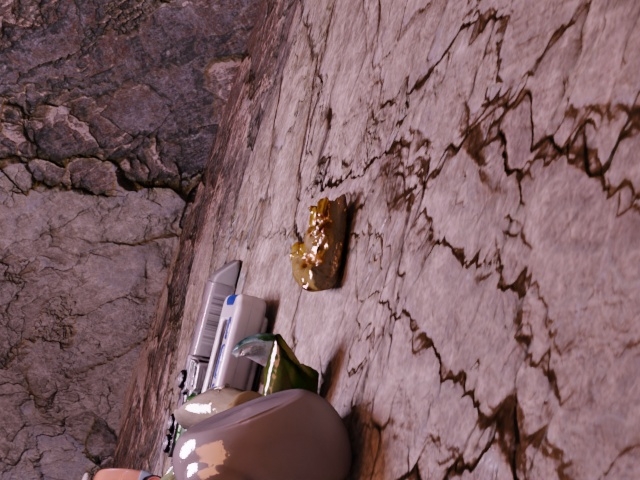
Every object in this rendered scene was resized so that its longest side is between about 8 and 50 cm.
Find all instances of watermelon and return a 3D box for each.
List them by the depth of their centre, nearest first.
[{"bbox_3d":[-0.109,0.192,1.831,0.085,0.085,0.061,162,88,-75],"label":"watermelon"}]

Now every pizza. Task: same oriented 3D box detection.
[{"bbox_3d":[0.000,0.000,1.566,0.182,0.062,0.161,-100,33,-65],"label":"pizza"}]

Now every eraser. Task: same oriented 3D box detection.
[{"bbox_3d":[-0.253,0.209,2.409,0.089,0.061,0.352,-175,99,-76],"label":"eraser"}]

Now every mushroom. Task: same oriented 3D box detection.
[{"bbox_3d":[-0.150,0.285,1.751,0.247,0.108,0.096,-7,53,59],"label":"mushroom"}]

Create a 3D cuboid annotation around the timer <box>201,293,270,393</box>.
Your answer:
[{"bbox_3d":[-0.158,0.226,1.946,0.178,0.078,0.254,166,118,-77],"label":"timer"}]

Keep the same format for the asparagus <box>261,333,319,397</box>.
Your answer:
[{"bbox_3d":[-0.065,0.299,1.462,0.082,0.085,0.343,-156,75,-65],"label":"asparagus"}]

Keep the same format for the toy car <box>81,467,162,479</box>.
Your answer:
[{"bbox_3d":[-0.502,0.682,2.594,0.271,0.212,0.181,-89,19,-47],"label":"toy car"}]

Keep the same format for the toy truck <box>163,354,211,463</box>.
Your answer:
[{"bbox_3d":[-0.238,0.352,2.103,0.125,0.101,0.243,179,102,-72],"label":"toy truck"}]

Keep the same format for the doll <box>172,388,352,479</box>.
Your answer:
[{"bbox_3d":[-0.064,0.299,1.284,0.251,0.221,0.221,-24,46,38],"label":"doll"}]

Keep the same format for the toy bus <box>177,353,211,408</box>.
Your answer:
[{"bbox_3d":[-0.266,0.334,2.302,0.057,0.072,0.172,135,147,-58],"label":"toy bus"}]

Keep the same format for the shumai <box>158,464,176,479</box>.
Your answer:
[{"bbox_3d":[-0.253,0.451,1.792,0.225,0.221,0.261,-149,79,-79],"label":"shumai"}]
